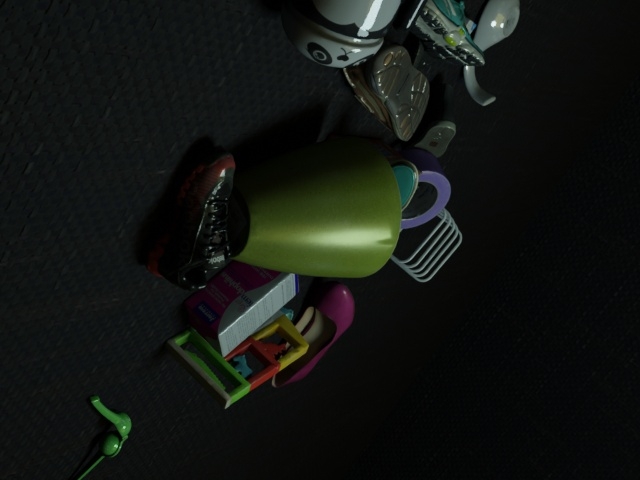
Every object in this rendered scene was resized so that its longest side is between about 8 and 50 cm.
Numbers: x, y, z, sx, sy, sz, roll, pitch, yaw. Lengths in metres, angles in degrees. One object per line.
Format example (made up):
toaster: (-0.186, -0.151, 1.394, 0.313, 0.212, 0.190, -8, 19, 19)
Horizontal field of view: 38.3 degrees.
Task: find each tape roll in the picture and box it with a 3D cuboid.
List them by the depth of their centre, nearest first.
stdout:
tape roll: (0.203, -0.119, 2.162, 0.189, 0.080, 0.189, -12, 139, -11)

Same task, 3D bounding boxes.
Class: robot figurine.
robot figurine: (0.047, -0.390, 1.360, 0.173, 0.209, 0.278, -43, 162, -53)

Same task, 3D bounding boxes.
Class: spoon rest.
spoon rest: (0.383, -0.449, 2.099, 0.137, 0.084, 0.276, -29, 138, -45)

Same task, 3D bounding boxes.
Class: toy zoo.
toy zoo: (-0.160, 0.217, 1.978, 0.293, 0.192, 0.030, -30, 152, -40)

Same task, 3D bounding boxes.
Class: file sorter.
file sorter: (0.237, -0.025, 2.383, 0.193, 0.173, 0.278, -50, 159, 1)

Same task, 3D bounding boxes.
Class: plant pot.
plant pot: (-0.051, -0.052, 1.693, 0.294, 0.274, 0.274, -6, 135, -40)

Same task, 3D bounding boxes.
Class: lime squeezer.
lime squeezer: (-0.454, 0.420, 1.935, 0.110, 0.059, 0.310, -27, 151, -46)

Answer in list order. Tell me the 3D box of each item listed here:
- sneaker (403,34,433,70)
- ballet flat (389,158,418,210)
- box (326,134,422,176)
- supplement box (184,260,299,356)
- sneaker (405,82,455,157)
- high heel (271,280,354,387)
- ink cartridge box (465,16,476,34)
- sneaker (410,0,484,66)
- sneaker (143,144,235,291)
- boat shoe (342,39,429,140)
sneaker: (0.197, -0.364, 1.878, 0.089, 0.051, 0.170, -16, 134, -52)
ballet flat: (0.134, -0.079, 1.873, 0.086, 0.086, 0.248, -26, 152, -47)
box: (0.093, -0.136, 1.959, 0.122, 0.128, 0.257, -55, 158, 20)
supplement box: (-0.161, 0.118, 1.918, 0.220, 0.111, 0.114, -41, 158, -20)
sneaker: (0.261, -0.271, 2.139, 0.222, 0.083, 0.118, 136, -36, -67)
high heel: (-0.023, 0.253, 2.392, 0.181, 0.127, 0.377, -47, 165, -36)
ink cartridge box: (0.294, -0.439, 1.977, 0.083, 0.028, 0.048, -55, 158, 15)
sneaker: (0.256, -0.418, 1.790, 0.275, 0.107, 0.109, 34, 72, -56)
sneaker: (-0.196, -0.025, 1.568, 0.098, 0.135, 0.276, -13, 138, -55)
boat shoe: (0.123, -0.297, 1.766, 0.123, 0.116, 0.324, -58, 155, -10)
